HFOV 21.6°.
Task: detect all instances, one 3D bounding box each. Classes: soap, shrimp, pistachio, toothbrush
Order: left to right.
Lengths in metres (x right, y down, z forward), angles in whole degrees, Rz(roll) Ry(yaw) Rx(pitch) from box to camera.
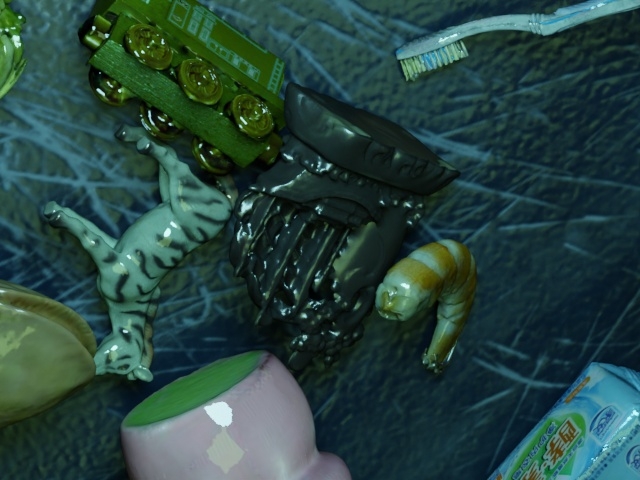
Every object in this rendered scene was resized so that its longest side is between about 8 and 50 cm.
[{"bbox_3d":[-0.348,0.104,1.586,0.261,0.162,0.212,-17,146,11],"label":"pistachio"},{"bbox_3d":[0.103,0.079,1.707,0.161,0.049,0.166,-31,139,-43],"label":"shrimp"},{"bbox_3d":[0.252,0.255,1.756,0.077,0.156,0.293,40,93,-18],"label":"soap"},{"bbox_3d":[0.264,-0.224,1.613,0.413,0.035,0.042,-14,113,23],"label":"toothbrush"}]

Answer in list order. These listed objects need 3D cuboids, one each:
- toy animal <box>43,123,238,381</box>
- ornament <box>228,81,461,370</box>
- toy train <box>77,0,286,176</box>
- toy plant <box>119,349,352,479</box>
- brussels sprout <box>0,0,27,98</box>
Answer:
[{"bbox_3d":[-0.194,0.005,1.648,0.170,0.090,0.255,25,103,-27],"label":"toy animal"},{"bbox_3d":[0.000,0.000,1.628,0.251,0.106,0.260,19,103,-54],"label":"ornament"},{"bbox_3d":[-0.124,-0.162,1.596,0.225,0.137,0.090,34,133,-21],"label":"toy train"},{"bbox_3d":[-0.036,0.286,1.683,0.317,0.211,0.356,-34,95,-46],"label":"toy plant"},{"bbox_3d":[-0.357,-0.177,1.569,0.181,0.100,0.139,-38,105,18],"label":"brussels sprout"}]
